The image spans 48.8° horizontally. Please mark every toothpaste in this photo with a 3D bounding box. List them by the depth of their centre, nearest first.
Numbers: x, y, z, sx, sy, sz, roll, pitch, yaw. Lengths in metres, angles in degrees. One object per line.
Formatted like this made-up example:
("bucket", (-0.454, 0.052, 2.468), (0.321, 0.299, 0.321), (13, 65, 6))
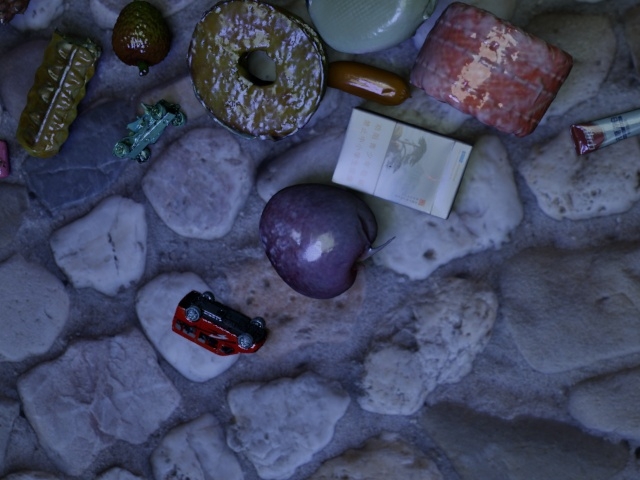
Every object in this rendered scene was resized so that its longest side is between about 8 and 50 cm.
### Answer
("toothpaste", (0.562, -0.211, 1.232), (0.239, 0.039, 0.062), (-17, 106, 18))

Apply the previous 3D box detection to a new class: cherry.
("cherry", (0.000, 0.000, 1.331), (0.266, 0.183, 0.213), (31, 100, 20))

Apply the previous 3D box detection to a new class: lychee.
("lychee", (-0.342, -0.384, 1.345), (0.114, 0.114, 0.147), (-4, 88, 13))

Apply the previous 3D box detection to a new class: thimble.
("thimble", (0.279, -0.284, 1.174), (0.239, 0.239, 0.162), (28, 110, 4))

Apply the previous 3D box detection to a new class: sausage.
("sausage", (0.083, -0.295, 1.306), (0.183, 0.054, 0.062), (21, 79, 9))

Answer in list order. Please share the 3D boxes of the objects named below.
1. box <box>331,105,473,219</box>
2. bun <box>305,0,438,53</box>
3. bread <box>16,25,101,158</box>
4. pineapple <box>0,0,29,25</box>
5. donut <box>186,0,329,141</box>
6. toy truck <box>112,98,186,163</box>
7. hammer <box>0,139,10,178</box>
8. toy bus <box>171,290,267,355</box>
("box", (0.153, -0.146, 1.321), (0.233, 0.067, 0.150), (20, 109, 8))
("bun", (0.104, -0.462, 1.202), (0.283, 0.179, 0.284), (13, 111, 36))
("bread", (-0.534, -0.289, 1.425), (0.087, 0.098, 0.270), (47, 115, 43))
("pineapple", (-0.692, -0.500, 1.267), (0.222, 0.357, 0.223), (4, 105, 14))
("donut", (-0.103, -0.318, 1.303), (0.271, 0.107, 0.272), (8, 114, 19))
("toy truck", (-0.352, -0.226, 1.410), (0.154, 0.080, 0.078), (-41, 71, 18))
("hammer", (-0.690, -0.175, 1.511), (0.043, 0.043, 0.083), (2, 105, 12))
("toy bus", (-0.210, 0.185, 1.476), (0.195, 0.081, 0.089), (26, 117, 5))
